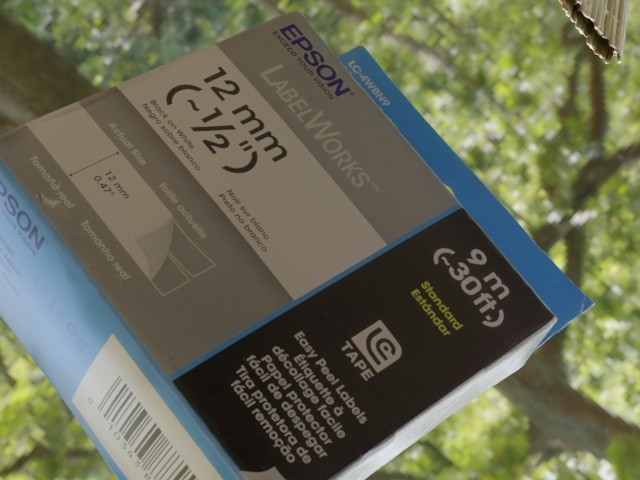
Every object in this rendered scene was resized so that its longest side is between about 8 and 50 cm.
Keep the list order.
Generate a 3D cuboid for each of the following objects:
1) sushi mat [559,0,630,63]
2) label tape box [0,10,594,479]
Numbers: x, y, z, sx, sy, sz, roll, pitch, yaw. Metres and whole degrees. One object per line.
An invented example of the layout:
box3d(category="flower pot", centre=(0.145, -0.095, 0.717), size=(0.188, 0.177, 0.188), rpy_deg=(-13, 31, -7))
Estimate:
box3d(category="sushi mat", centre=(0.193, -0.285, 1.046), size=(0.019, 0.151, 0.316), rpy_deg=(-9, -130, 35))
box3d(category="label tape box", centre=(0.000, 0.000, 0.888), size=(0.348, 0.249, 0.115), rpy_deg=(-30, 165, -35))
